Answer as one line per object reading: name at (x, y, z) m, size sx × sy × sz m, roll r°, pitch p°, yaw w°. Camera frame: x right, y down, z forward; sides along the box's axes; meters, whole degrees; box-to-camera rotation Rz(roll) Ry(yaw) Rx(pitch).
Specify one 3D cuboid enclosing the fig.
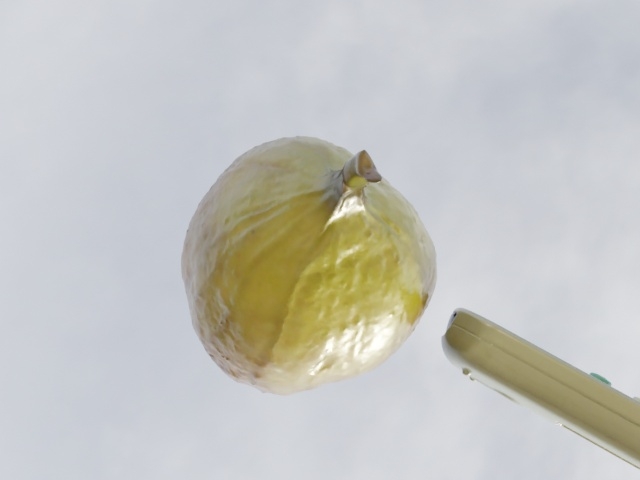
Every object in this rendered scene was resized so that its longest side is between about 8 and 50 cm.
fig at (0.000, 0.000, 0.870) m, size 0.159 × 0.257 × 0.159 m, roll 3°, pitch -108°, yaw -11°

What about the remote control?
remote control at (0.171, 0.107, 0.911) m, size 0.221 × 0.078 × 0.042 m, roll 28°, pitch -93°, yaw 16°
